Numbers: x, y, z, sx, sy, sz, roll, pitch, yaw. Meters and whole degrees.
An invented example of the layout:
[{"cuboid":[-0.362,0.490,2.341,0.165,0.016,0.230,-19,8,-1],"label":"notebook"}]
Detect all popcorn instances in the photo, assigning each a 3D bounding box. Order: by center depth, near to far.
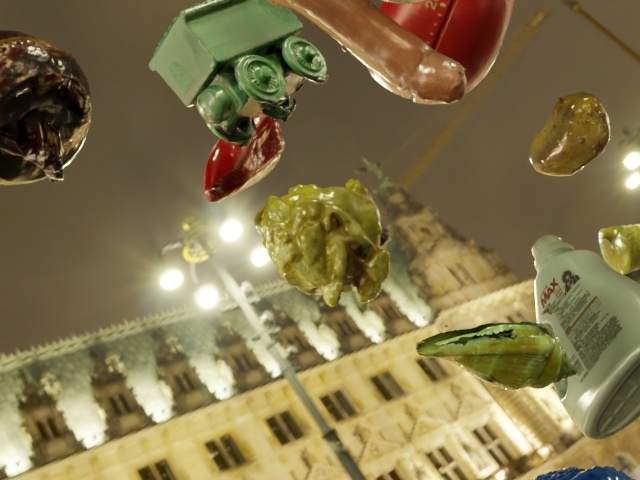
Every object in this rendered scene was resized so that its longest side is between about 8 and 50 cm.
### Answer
[{"cuboid":[0.000,0.000,1.635,0.250,0.242,0.235,3,-60,-20],"label":"popcorn"}]

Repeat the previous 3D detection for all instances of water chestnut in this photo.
[{"cuboid":[-0.520,-0.215,1.443,0.300,0.300,0.300,-27,-30,-18],"label":"water chestnut"}]

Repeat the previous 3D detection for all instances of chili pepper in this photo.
[{"cuboid":[-0.159,-0.163,1.618,0.144,0.136,0.253,-42,9,32],"label":"chili pepper"}]

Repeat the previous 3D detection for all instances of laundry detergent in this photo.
[{"cuboid":[0.485,0.141,1.530,0.124,0.398,0.264,12,-59,-21],"label":"laundry detergent"}]

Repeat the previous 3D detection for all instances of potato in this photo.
[{"cuboid":[0.487,-0.200,1.609,0.137,0.137,0.176,1,-50,-48],"label":"potato"}]

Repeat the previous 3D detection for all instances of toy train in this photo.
[{"cuboid":[-0.115,-0.277,1.305,0.266,0.202,0.145,-37,-3,-45],"label":"toy train"}]

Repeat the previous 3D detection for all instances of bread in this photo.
[{"cuboid":[0.684,0.012,1.824,0.114,0.111,0.129,-14,2,-6],"label":"bread"}]

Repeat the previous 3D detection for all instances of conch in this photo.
[{"cuboid":[0.205,0.120,0.900,0.200,0.079,0.095,13,-32,-41],"label":"conch"}]

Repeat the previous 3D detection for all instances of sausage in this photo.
[{"cuboid":[0.044,-0.258,0.995,0.078,0.304,0.078,-55,0,0],"label":"sausage"}]

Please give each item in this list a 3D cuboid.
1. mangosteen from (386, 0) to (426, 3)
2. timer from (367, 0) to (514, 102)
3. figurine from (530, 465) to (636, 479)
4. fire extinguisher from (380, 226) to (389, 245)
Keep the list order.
[{"cuboid":[0.111,-0.396,0.990,0.228,0.265,0.228,-2,-71,-5],"label":"mangosteen"},{"cuboid":[0.262,-0.484,1.798,0.378,0.279,0.378,22,-90,-87],"label":"timer"},{"cuboid":[0.211,0.237,0.676,0.164,0.121,0.262,-15,-33,-17],"label":"figurine"},{"cuboid":[0.076,-0.034,1.825,0.158,0.064,0.043,23,-90,-21],"label":"fire extinguisher"}]
